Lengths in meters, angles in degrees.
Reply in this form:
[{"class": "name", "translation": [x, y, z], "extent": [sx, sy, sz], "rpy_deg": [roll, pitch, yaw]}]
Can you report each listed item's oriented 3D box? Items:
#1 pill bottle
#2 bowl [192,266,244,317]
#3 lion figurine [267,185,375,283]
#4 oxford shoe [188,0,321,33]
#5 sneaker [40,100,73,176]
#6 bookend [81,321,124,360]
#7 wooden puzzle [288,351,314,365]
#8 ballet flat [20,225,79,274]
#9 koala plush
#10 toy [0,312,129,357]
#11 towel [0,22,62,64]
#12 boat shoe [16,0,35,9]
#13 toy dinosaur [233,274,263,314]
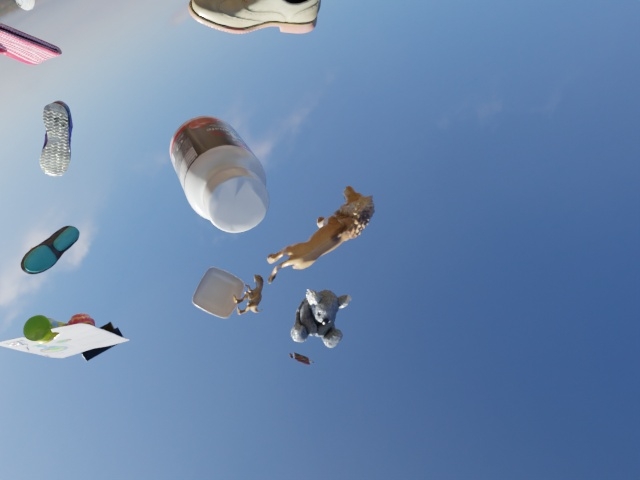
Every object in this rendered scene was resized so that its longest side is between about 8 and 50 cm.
[{"class": "pill bottle", "translation": [-0.225, -0.150, 1.087], "extent": [0.176, 0.176, 0.318], "rpy_deg": [-35, -140, -3]}, {"class": "bowl", "translation": [-0.332, 0.167, 1.572], "extent": [0.142, 0.142, 0.053], "rpy_deg": [-64, -163, -10]}, {"class": "lion figurine", "translation": [0.000, 0.000, 1.525], "extent": [0.392, 0.142, 0.240], "rpy_deg": [-46, -169, -16]}, {"class": "oxford shoe", "translation": [-0.189, -0.716, 1.437], "extent": [0.397, 0.146, 0.140], "rpy_deg": [-10, -108, -19]}, {"class": "sneaker", "translation": [-0.995, -0.393, 1.851], "extent": [0.146, 0.102, 0.293], "rpy_deg": [-116, -139, -57]}, {"class": "bookend", "translation": [-0.879, 0.368, 1.909], "extent": [0.157, 0.072, 0.156], "rpy_deg": [-29, -140, -22]}, {"class": "wooden puzzle", "translation": [-0.058, 0.355, 1.454], "extent": [0.049, 0.083, 0.006], "rpy_deg": [-125, -122, -79]}, {"class": "ballet flat", "translation": [-0.740, 0.030, 1.314], "extent": [0.074, 0.074, 0.203], "rpy_deg": [-14, -152, 26]}, {"class": "koala plush", "translation": [0.005, 0.262, 1.837], "extent": [0.196, 0.221, 0.203], "rpy_deg": [11, -131, -11]}, {"class": "toy", "translation": [-0.457, 0.165, 0.880], "extent": [0.137, 0.237, 0.056], "rpy_deg": [-13, -104, -7]}, {"class": "towel", "translation": [-0.721, -0.454, 1.100], "extent": [0.275, 0.199, 0.031], "rpy_deg": [18, -86, 49]}, {"class": "boat shoe", "translation": [-0.941, -0.801, 1.489], "extent": [0.081, 0.079, 0.227], "rpy_deg": [-36, 179, -33]}, {"class": "toy dinosaur", "translation": [-0.214, 0.196, 1.527], "extent": [0.112, 0.211, 0.064], "rpy_deg": [-15, -126, -26]}]
